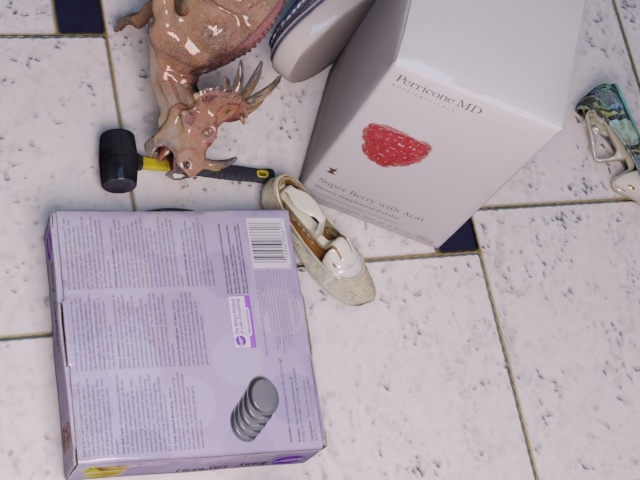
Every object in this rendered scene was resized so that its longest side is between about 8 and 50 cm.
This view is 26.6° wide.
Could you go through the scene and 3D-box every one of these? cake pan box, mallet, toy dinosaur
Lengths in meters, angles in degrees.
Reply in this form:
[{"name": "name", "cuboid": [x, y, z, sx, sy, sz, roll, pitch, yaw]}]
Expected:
[{"name": "cake pan box", "cuboid": [-0.135, 0.090, 1.315, 0.245, 0.070, 0.267, -2, 68, -23]}, {"name": "mallet", "cuboid": [-0.138, -0.066, 1.403, 0.189, 0.039, 0.062, 12, 63, -20]}, {"name": "toy dinosaur", "cuboid": [-0.098, -0.223, 1.375, 0.200, 0.296, 0.127, 39, 16, 3]}]

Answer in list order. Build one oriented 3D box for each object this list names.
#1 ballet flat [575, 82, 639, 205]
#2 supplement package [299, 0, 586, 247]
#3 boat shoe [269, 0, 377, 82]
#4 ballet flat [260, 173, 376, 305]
[{"name": "ballet flat", "cuboid": [0.357, -0.093, 1.590, 0.070, 0.070, 0.188, -19, 73, -26]}, {"name": "supplement package", "cuboid": [0.116, -0.146, 1.382, 0.177, 0.293, 0.175, 21, 62, -10]}, {"name": "boat shoe", "cuboid": [0.011, -0.317, 1.527, 0.158, 0.127, 0.340, 40, 52, 6]}, {"name": "ballet flat", "cuboid": [0.000, 0.000, 1.410, 0.168, 0.052, 0.057, 47, 59, 1]}]
